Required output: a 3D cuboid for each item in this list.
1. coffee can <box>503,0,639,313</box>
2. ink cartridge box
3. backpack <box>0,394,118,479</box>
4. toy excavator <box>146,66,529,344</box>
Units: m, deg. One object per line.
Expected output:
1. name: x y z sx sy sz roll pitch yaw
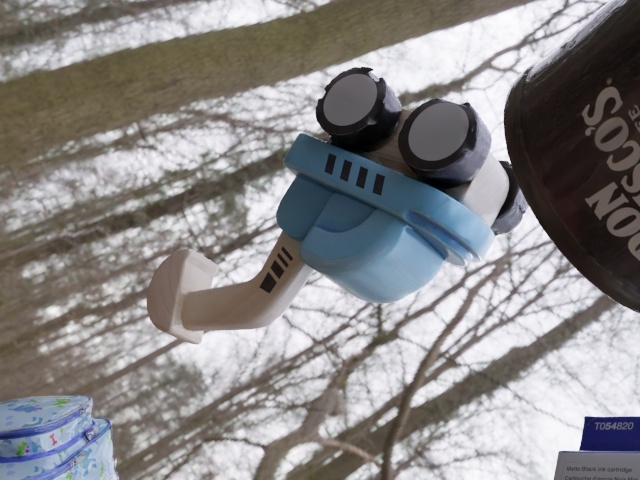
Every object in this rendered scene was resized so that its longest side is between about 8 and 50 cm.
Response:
1. coffee can: 0.271 -0.100 0.492 0.201 0.202 0.275 57 -43 9
2. ink cartridge box: 0.337 0.269 0.887 0.223 0.224 0.045 -15 -46 45
3. backpack: -0.209 0.157 0.604 0.105 0.114 0.084 -4 -78 14
4. toy excavator: 0.000 0.000 1.208 0.433 0.445 0.222 26 -8 36
